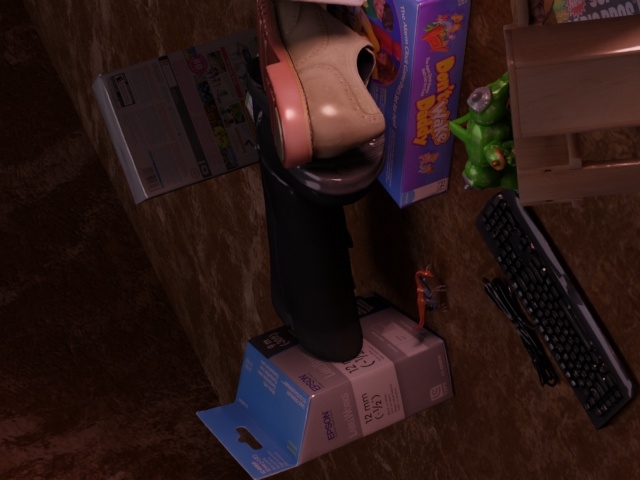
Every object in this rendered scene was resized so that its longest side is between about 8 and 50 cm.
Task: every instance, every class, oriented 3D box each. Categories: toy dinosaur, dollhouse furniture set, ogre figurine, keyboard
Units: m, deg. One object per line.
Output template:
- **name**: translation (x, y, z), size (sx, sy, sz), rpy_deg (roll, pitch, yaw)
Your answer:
- **toy dinosaur**: translation (0.156, 0.080, 1.973), size (0.047, 0.090, 0.082), rpy_deg (20, 161, 46)
- **dollhouse furniture set**: translation (0.262, -0.263, 1.321), size (0.303, 0.173, 0.356), rpy_deg (75, -167, -52)
- **ogre figurine**: translation (0.217, -0.125, 1.527), size (0.097, 0.118, 0.197), rpy_deg (61, 159, 23)
- **keyboard**: translation (0.282, 0.097, 1.706), size (0.317, 0.033, 0.201), rpy_deg (62, 159, 22)

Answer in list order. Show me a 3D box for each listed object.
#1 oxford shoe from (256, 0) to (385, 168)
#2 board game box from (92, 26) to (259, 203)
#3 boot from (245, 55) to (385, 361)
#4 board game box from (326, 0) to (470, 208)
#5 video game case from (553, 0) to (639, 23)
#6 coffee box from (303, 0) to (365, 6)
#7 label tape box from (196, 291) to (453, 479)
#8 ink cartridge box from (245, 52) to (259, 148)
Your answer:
- **oxford shoe**: translation (-0.005, -0.238, 1.766), size (0.140, 0.146, 0.397), rpy_deg (86, 175, -46)
- **board game box**: translation (-0.205, -0.215, 2.280), size (0.224, 0.303, 0.097), rpy_deg (70, 161, 0)
- **boot**: translation (0.000, -0.001, 1.932), size (0.367, 0.146, 0.445), rpy_deg (-115, 19, -54)
- **board game box**: translation (0.094, -0.248, 1.793), size (0.233, 0.078, 0.347), rpy_deg (55, 155, 37)
- **video game case**: translation (0.284, -0.281, 1.338), size (0.204, 0.025, 0.285), rpy_deg (-1, 108, 70)
- **coffee box**: translation (-0.125, -0.502, 1.625), size (0.338, 0.334, 0.338), rpy_deg (41, 125, 52)
- **label tape box**: translation (-0.004, 0.221, 2.109), size (0.249, 0.347, 0.115), rpy_deg (33, 138, 59)
- **ink cartridge box**: translation (-0.056, -0.237, 2.156), size (0.062, 0.109, 0.209), rpy_deg (63, 160, 19)
